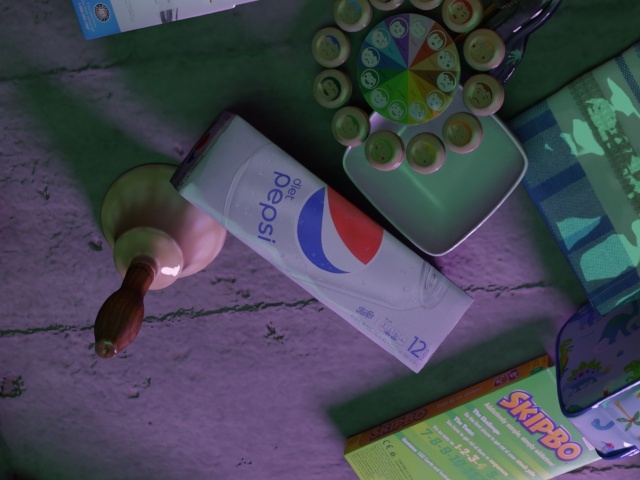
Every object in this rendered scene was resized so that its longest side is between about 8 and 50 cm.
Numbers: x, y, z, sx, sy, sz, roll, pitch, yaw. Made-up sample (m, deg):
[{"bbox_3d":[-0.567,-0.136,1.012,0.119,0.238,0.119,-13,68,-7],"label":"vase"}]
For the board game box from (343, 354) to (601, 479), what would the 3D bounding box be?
[{"bbox_3d":[0.165,0.210,1.541,0.259,0.039,0.124,-24,113,21],"label":"board game box"}]

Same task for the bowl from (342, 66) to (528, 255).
[{"bbox_3d":[0.109,-0.076,1.370,0.142,0.053,0.142,45,115,4],"label":"bowl"}]

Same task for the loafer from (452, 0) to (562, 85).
[{"bbox_3d":[0.171,-0.209,1.304,0.061,0.062,0.170,31,116,-4],"label":"loafer"}]

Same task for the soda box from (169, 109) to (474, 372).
[{"bbox_3d":[0.000,0.000,1.400,0.286,0.098,0.091,38,90,-13],"label":"soda box"}]

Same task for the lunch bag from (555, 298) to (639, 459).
[{"bbox_3d":[0.324,0.091,1.382,0.219,0.176,0.090,-33,114,23],"label":"lunch bag"}]

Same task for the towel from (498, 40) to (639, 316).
[{"bbox_3d":[0.320,-0.079,1.331,0.285,0.034,0.209,-29,88,21],"label":"towel"}]

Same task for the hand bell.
[{"bbox_3d":[-0.165,0.036,1.370,0.126,0.242,0.126,3,118,5],"label":"hand bell"}]

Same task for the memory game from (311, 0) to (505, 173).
[{"bbox_3d":[0.076,-0.149,1.330,0.186,0.012,0.186,4,100,24],"label":"memory game"}]

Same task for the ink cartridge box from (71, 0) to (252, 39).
[{"bbox_3d":[-0.133,-0.250,1.317,0.180,0.060,0.104,-10,116,12],"label":"ink cartridge box"}]
